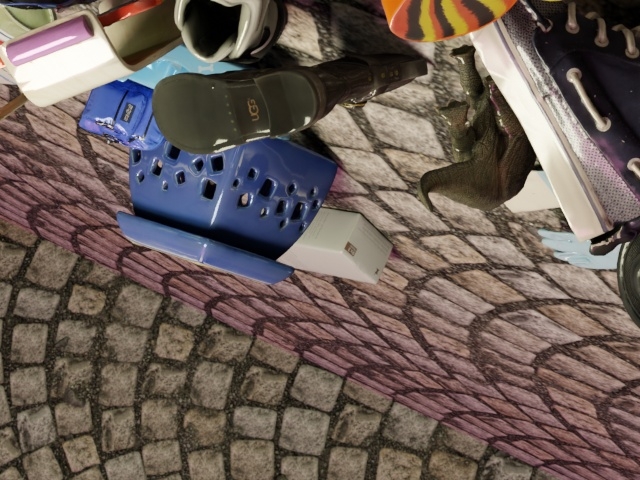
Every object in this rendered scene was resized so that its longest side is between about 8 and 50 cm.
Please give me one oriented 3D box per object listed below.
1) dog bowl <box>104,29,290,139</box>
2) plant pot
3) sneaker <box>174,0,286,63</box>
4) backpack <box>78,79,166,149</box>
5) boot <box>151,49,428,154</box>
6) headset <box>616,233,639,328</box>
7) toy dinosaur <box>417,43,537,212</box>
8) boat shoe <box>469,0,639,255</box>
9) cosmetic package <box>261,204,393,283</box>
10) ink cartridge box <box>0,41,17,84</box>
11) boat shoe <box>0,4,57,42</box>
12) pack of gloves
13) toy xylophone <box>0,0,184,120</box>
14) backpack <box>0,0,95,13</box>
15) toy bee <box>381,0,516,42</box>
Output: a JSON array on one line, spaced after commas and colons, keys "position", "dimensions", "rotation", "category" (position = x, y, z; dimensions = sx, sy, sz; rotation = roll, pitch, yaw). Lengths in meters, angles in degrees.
[{"position": [-0.165, -0.218, 1.533], "dimensions": [0.297, 0.074, 0.166], "rotation": [23, -171, 15], "category": "dog bowl"}, {"position": [-0.148, -0.064, 1.720], "dimensions": [0.236, 0.212, 0.236], "rotation": [15, 177, 38], "category": "plant pot"}, {"position": [-0.114, -0.255, 1.308], "dimensions": [0.122, 0.146, 0.330], "rotation": [25, 165, 3], "category": "sneaker"}, {"position": [-0.264, -0.174, 1.604], "dimensions": [0.120, 0.098, 0.101], "rotation": [22, -171, -4], "category": "backpack"}, {"position": [-0.035, -0.167, 1.332], "dimensions": [0.263, 0.091, 0.229], "rotation": [2, -163, 33], "category": "boot"}, {"position": [0.399, -0.015, 1.153], "dimensions": [0.394, 0.243, 0.185], "rotation": [43, 139, 5], "category": "headset"}, {"position": [0.183, -0.107, 1.198], "dimensions": [0.121, 0.313, 0.160], "rotation": [-10, 124, 21], "category": "toy dinosaur"}, {"position": [0.241, -0.167, 1.037], "dimensions": [0.158, 0.127, 0.340], "rotation": [-26, 99, 22], "category": "boat shoe"}, {"position": [0.000, 0.000, 2.020], "dimensions": [0.231, 0.085, 0.117], "rotation": [9, 156, 42], "category": "cosmetic package"}, {"position": [-0.509, -0.315, 1.845], "dimensions": [0.231, 0.078, 0.134], "rotation": [10, 157, 43], "category": "ink cartridge box"}, {"position": [-0.449, -0.365, 1.555], "dimensions": [0.094, 0.109, 0.302], "rotation": [11, 155, 39], "category": "boat shoe"}, {"position": [0.346, -0.041, 1.464], "dimensions": [0.232, 0.046, 0.195], "rotation": [-1, 137, 53], "category": "pack of gloves"}, {"position": [-0.268, -0.220, 1.320], "dimensions": [0.322, 0.236, 0.081], "rotation": [-81, -31, -73], "category": "toy xylophone"}, {"position": [-0.286, -0.334, 1.296], "dimensions": [0.173, 0.158, 0.117], "rotation": [11, -168, 39], "category": "backpack"}, {"position": [0.166, -0.256, 0.844], "dimensions": [0.162, 0.195, 0.298], "rotation": [6, 159, -20], "category": "toy bee"}]
